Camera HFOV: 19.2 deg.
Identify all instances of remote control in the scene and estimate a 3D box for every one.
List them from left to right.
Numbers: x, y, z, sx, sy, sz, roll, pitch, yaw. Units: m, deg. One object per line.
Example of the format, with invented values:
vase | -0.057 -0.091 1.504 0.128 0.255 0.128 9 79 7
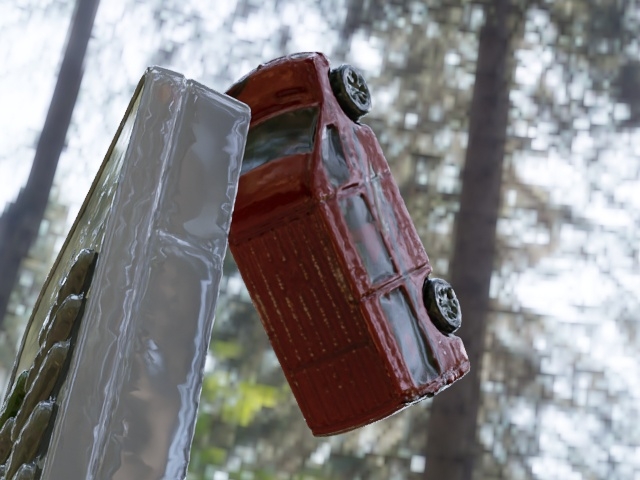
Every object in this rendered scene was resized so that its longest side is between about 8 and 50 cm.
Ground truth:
remote control | -0.056 0.070 0.383 0.034 0.250 0.103 21 -50 -12

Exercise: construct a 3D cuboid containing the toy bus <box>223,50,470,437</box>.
toy bus | 0.000 0.000 0.981 0.081 0.089 0.195 -23 -90 28
